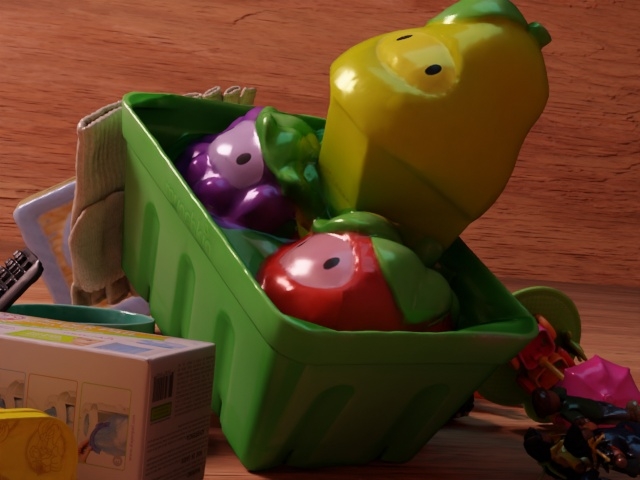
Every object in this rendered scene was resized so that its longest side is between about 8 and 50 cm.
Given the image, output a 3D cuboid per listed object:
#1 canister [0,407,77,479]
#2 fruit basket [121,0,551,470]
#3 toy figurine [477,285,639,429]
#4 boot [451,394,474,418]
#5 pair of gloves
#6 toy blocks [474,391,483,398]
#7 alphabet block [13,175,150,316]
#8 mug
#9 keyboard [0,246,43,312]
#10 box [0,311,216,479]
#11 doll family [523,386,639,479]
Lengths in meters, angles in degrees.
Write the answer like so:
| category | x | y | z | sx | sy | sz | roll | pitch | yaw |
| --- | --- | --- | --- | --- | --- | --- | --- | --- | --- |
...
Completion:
| category | x | y | z | sx | sy | sz | roll | pitch | yaw |
| --- | --- | --- | --- | --- | --- | --- | --- | --- | --- |
| canister | -0.253 | 0.132 | 0.817 | 0.170 | 0.073 | 0.126 | 6 | 2 | 40 |
| fruit basket | 0.023 | -0.044 | 1.088 | 0.283 | 0.392 | 0.392 | 4 | 3 | -34 |
| toy figurine | 0.242 | 0.149 | 1.248 | 0.173 | 0.130 | 0.159 | 56 | -7 | -34 |
| boot | 0.104 | 0.147 | 1.250 | 0.137 | 0.077 | 0.198 | 10 | 2 | -19 |
| pair of gloves | -0.149 | -0.042 | 1.258 | 0.042 | 0.204 | 0.240 | 24 | 27 | 28 |
| toy blocks | 0.193 | 0.154 | 1.413 | 0.148 | 0.054 | 0.123 | 9 | 3 | 42 |
| alphabet block | -0.261 | 0.001 | 1.663 | 0.193 | 0.192 | 0.197 | -23 | 7 | -9 |
| mug | -0.196 | 0.110 | 1.110 | 0.157 | 0.097 | 0.129 | 4 | 2 | -35 |
| keyboard | -0.297 | 0.076 | 1.073 | 0.023 | 0.180 | 0.108 | 46 | -8 | -16 |
| box | -0.192 | 0.115 | 0.944 | 0.203 | 0.103 | 0.114 | 7 | 3 | 19 |
| doll family | 0.213 | 0.167 | 1.019 | 0.111 | 0.076 | 0.193 | 10 | 5 | -11 |
